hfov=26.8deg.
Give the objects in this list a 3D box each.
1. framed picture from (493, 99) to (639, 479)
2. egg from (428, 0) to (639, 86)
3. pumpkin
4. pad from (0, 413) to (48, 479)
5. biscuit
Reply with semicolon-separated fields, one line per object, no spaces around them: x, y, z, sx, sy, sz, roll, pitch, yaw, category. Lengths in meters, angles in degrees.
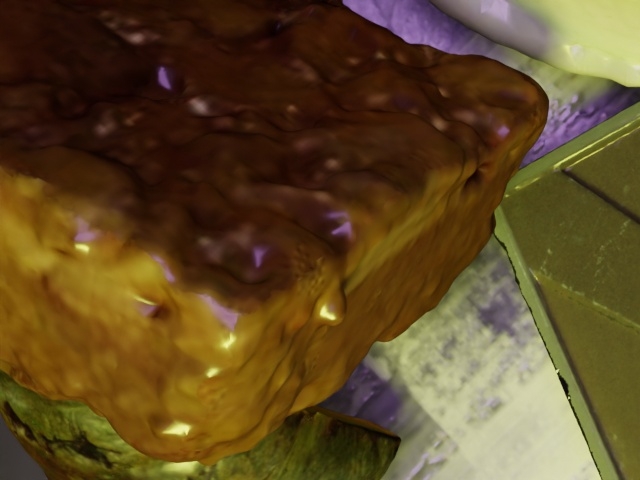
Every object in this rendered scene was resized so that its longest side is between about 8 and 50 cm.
0.259;0.056;0.797;0.247;0.022;0.335;-30;64;21;framed picture
0.200;-0.316;0.773;0.354;0.354;0.340;27;71;13;egg
-0.124;0.122;0.849;0.312;0.169;0.148;21;95;14;pumpkin
-0.173;0.056;0.960;0.159;0.009;0.265;17;88;12;pad
-0.109;-0.055;0.785;0.395;0.342;0.166;29;130;23;biscuit
